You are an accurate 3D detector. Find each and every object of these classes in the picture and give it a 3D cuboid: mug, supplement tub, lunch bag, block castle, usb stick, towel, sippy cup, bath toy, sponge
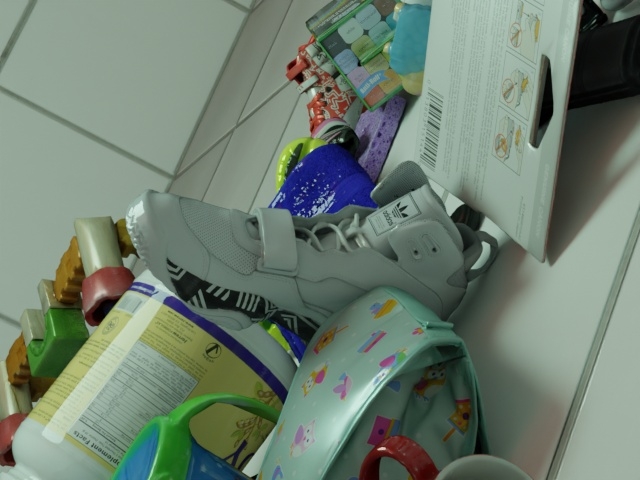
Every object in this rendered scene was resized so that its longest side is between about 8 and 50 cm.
[{"bbox_3d":[0.092,0.234,1.211,0.169,0.113,0.150,-51,49,53],"label":"mug"},{"bbox_3d":[-0.205,0.223,1.791,0.331,0.241,0.241,-53,11,-16],"label":"supplement tub"},{"bbox_3d":[0.051,0.178,1.392,0.223,0.160,0.262,-132,65,-76],"label":"lunch bag"},{"bbox_3d":[-0.275,0.175,2.239,0.453,0.303,0.213,-53,45,41],"label":"block castle"},{"bbox_3d":[0.241,-0.165,1.510,0.278,0.045,0.077,175,104,-67],"label":"usb stick"},{"bbox_3d":[0.003,0.023,1.849,0.227,0.076,0.308,-59,31,11],"label":"towel"},{"bbox_3d":[-0.115,0.328,1.561,0.305,0.224,0.240,-56,13,27],"label":"sippy cup"},{"bbox_3d":[0.174,-0.337,1.984,0.151,0.129,0.348,104,-178,-50],"label":"bath toy"},{"bbox_3d":[0.053,-0.098,2.155,0.210,0.031,0.117,-67,15,-19],"label":"sponge"}]

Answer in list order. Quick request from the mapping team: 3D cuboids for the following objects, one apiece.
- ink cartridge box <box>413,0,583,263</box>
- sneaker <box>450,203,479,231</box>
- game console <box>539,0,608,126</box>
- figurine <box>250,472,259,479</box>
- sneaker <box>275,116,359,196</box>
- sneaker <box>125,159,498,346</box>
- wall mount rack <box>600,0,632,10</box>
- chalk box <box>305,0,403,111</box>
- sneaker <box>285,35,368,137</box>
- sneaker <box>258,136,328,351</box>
[{"bbox_3d":[0.189,-0.164,1.479,0.261,0.066,0.296,-136,45,-54],"label":"ink cartridge box"},{"bbox_3d":[0.094,0.016,1.673,0.170,0.089,0.051,-57,15,22],"label":"sneaker"},{"bbox_3d":[0.228,-0.198,1.619,0.085,0.124,0.144,-40,-2,-37],"label":"game console"},{"bbox_3d":[-0.133,0.396,1.803,0.209,0.092,0.215,-45,23,40],"label":"figurine"},{"bbox_3d":[-0.003,-0.085,2.132,0.178,0.072,0.077,-67,25,6],"label":"sneaker"},{"bbox_3d":[0.000,0.000,1.518,0.210,0.366,0.137,-49,30,21],"label":"sneaker"},{"bbox_3d":[0.338,-0.386,1.468,0.350,0.130,0.304,-59,14,15],"label":"wall mount rack"},{"bbox_3d":[0.076,-0.274,2.130,0.132,0.132,0.213,-37,18,5],"label":"chalk box"},{"bbox_3d":[0.003,-0.194,2.279,0.090,0.145,0.270,-34,31,62],"label":"sneaker"},{"bbox_3d":[-0.024,0.009,2.060,0.123,0.109,0.295,-14,-62,-79],"label":"sneaker"}]
